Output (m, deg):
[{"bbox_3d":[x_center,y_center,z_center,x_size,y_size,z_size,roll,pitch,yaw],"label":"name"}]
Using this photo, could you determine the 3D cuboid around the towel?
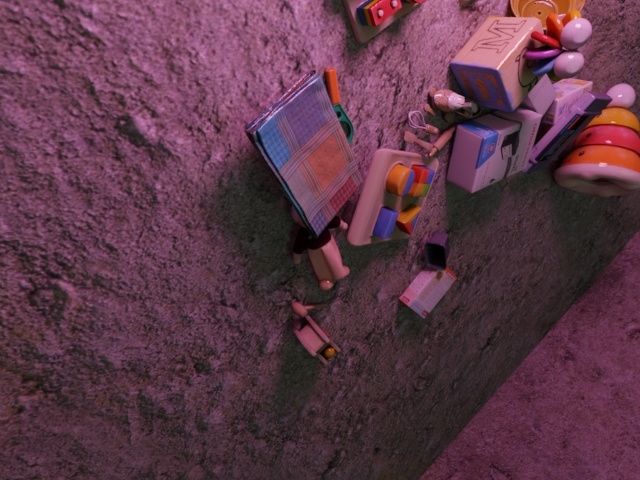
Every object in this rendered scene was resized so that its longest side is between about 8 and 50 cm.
[{"bbox_3d":[-0.016,-0.222,1.111,0.271,0.040,0.370,-51,131,-24],"label":"towel"}]

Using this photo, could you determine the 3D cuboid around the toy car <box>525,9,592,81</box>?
[{"bbox_3d":[0.653,-0.541,1.160,0.136,0.159,0.182,-1,123,5],"label":"toy car"}]

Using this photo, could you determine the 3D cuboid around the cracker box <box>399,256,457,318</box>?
[{"bbox_3d":[0.457,0.202,1.749,0.232,0.067,0.155,-51,131,0],"label":"cracker box"}]

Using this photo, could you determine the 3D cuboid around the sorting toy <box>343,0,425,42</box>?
[{"bbox_3d":[0.170,-0.676,1.022,0.255,0.089,0.257,-39,131,-10],"label":"sorting toy"}]

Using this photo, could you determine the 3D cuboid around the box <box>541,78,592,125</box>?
[{"bbox_3d":[0.939,-0.545,1.615,0.203,0.114,0.103,-28,129,-16],"label":"box"}]

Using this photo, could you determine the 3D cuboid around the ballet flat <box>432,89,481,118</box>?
[{"bbox_3d":[0.453,-0.447,1.344,0.206,0.067,0.073,0,99,-36],"label":"ballet flat"}]

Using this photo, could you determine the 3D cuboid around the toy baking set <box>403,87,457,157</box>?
[{"bbox_3d":[0.363,-0.378,1.360,0.256,0.030,0.197,-51,126,-14],"label":"toy baking set"}]

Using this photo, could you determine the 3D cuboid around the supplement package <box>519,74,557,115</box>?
[{"bbox_3d":[0.757,-0.542,1.497,0.179,0.105,0.105,28,97,-41],"label":"supplement package"}]

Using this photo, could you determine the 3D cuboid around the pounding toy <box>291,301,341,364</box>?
[{"bbox_3d":[0.006,0.320,1.445,0.155,0.154,0.269,-42,132,-7],"label":"pounding toy"}]

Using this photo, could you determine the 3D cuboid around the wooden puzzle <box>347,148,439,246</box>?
[{"bbox_3d":[0.264,-0.130,1.376,0.347,0.080,0.322,-5,119,-46],"label":"wooden puzzle"}]

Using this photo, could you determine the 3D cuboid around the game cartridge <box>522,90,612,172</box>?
[{"bbox_3d":[0.961,-0.418,1.631,0.230,0.068,0.355,-20,151,-42],"label":"game cartridge"}]

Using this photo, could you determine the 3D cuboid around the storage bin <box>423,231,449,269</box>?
[{"bbox_3d":[0.468,0.036,1.653,0.091,0.098,0.135,-51,139,-38],"label":"storage bin"}]

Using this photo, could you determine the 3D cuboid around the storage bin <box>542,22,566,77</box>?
[{"bbox_3d":[0.774,-0.674,1.447,0.122,0.084,0.180,-52,133,2],"label":"storage bin"}]

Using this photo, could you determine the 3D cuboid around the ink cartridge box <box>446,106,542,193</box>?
[{"bbox_3d":[0.627,-0.334,1.497,0.307,0.129,0.223,-24,133,-24],"label":"ink cartridge box"}]

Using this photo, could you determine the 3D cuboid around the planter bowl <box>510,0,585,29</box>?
[{"bbox_3d":[0.713,-0.753,1.324,0.217,0.217,0.090,-52,168,2],"label":"planter bowl"}]

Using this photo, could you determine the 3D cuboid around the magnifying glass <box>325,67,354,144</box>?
[{"bbox_3d":[0.044,-0.363,1.164,0.092,0.026,0.231,-26,130,-19],"label":"magnifying glass"}]

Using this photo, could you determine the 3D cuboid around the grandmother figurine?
[{"bbox_3d":[0.000,0.000,1.295,0.208,0.104,0.342,-43,135,-18],"label":"grandmother figurine"}]

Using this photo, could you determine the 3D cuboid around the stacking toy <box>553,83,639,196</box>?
[{"bbox_3d":[1.276,-0.459,1.836,0.350,0.350,0.480,18,86,-40],"label":"stacking toy"}]

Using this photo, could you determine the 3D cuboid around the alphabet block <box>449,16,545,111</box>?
[{"bbox_3d":[0.565,-0.554,1.300,0.197,0.193,0.192,-50,133,0],"label":"alphabet block"}]
